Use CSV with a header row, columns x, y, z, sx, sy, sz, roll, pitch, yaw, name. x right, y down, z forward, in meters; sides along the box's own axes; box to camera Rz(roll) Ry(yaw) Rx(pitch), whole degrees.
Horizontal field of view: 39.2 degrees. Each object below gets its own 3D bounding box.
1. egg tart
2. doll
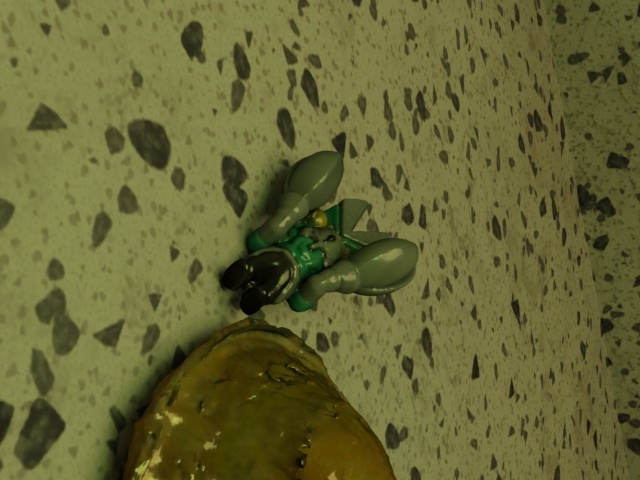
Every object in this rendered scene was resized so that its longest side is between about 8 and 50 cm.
x,y,z,sx,sy,sz,roll,pitch,yaw,name
-0.032,0.297,0.934,0.443,0.178,0.443,17,70,-57,egg tart
0.014,0.015,1.075,0.195,0.153,0.258,40,41,-15,doll
